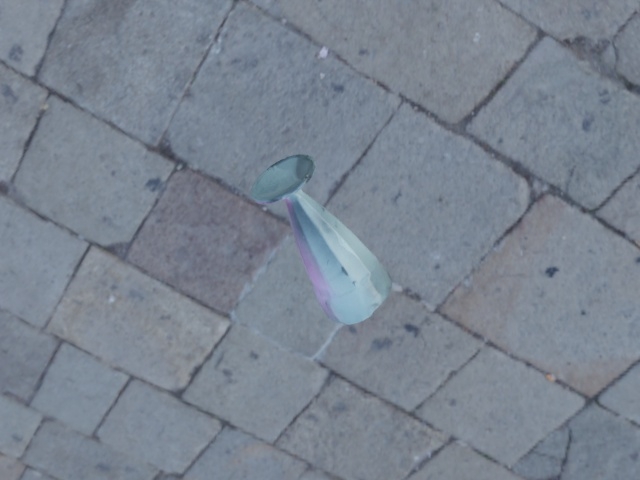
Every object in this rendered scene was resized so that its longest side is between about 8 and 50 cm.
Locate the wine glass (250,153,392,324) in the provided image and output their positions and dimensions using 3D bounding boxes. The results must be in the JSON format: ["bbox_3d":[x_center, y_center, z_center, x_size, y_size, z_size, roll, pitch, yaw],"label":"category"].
[{"bbox_3d":[0.000,0.000,0.733,0.073,0.073,0.155,-21,123,22],"label":"wine glass"}]
